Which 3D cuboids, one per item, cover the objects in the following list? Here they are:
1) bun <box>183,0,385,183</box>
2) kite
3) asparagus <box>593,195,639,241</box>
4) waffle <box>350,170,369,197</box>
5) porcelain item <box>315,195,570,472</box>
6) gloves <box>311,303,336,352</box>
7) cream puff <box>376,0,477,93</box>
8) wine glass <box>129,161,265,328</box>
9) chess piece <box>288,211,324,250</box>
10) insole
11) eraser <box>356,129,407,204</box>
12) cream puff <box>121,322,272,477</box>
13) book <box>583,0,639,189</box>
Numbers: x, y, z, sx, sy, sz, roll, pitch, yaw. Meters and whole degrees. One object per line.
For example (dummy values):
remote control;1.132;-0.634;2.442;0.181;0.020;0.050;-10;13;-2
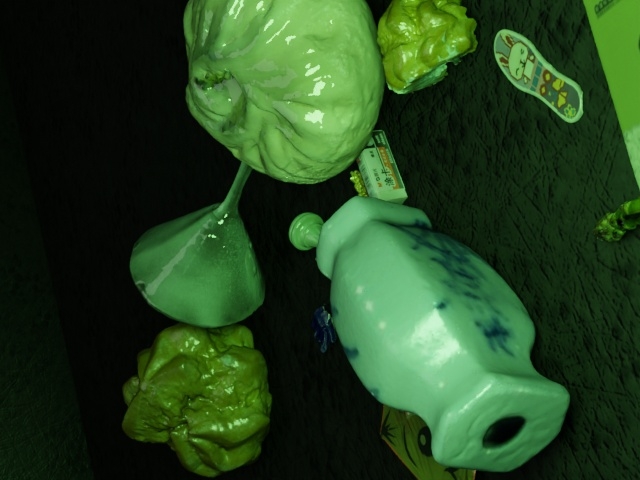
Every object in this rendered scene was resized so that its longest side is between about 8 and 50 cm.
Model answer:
bun;-0.073;-0.253;1.835;0.360;0.211;0.359;21;123;38
kite;0.160;0.261;1.901;0.327;0.013;0.377;-40;60;58
asparagus;0.346;-0.022;1.423;0.036;0.030;0.165;48;166;4
waffle;0.072;-0.076;1.926;0.016;0.085;0.078;-25;95;18
porcelain item;0.145;0.115;1.658;0.178;0.243;0.405;-60;40;23
gloves;0.006;0.152;2.153;0.064;0.026;0.086;61;145;31
cream puff;0.134;-0.278;1.696;0.156;0.121;0.156;174;90;-68
wine glass;-0.155;-0.067;2.186;0.267;0.267;0.406;63;141;32
chess piece;0.000;0.000;2.092;0.103;0.067;0.067;34;126;45
insole;0.272;-0.208;1.577;0.197;0.004;0.065;53;140;44
eraser;0.088;-0.110;1.902;0.029;0.052;0.122;-51;53;56
cream puff;-0.238;0.328;2.413;0.274;0.270;0.323;59;146;29
book;0.396;-0.153;1.324;0.239;0.035;0.352;-37;66;61
